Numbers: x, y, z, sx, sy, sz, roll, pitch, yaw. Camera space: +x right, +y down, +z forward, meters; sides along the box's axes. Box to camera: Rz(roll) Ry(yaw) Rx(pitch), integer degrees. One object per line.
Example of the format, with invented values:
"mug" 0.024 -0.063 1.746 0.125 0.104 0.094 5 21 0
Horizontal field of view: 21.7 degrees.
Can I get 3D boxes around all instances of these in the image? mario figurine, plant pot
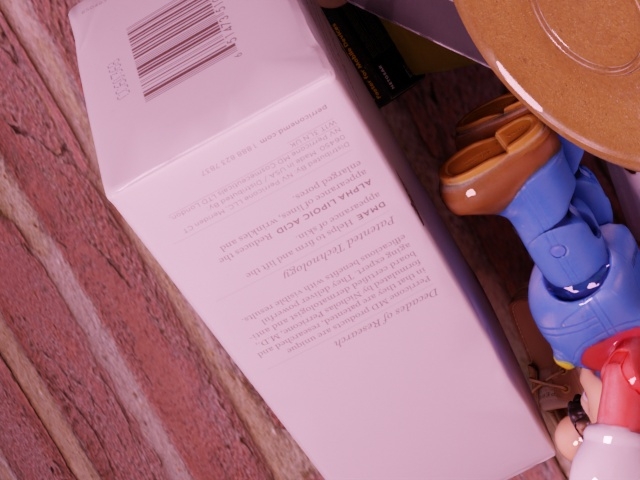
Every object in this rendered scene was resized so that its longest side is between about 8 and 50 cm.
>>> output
"mario figurine" 0.169 0.068 1.109 0.170 0.198 0.321 -10 116 57
"plant pot" 0.142 -0.122 0.837 0.236 0.032 0.236 36 151 24

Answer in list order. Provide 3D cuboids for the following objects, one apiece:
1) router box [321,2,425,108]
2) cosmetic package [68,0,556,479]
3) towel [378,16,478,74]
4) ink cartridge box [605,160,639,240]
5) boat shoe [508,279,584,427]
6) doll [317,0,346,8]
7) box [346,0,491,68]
"router box" -0.015 -0.169 1.263 0.179 0.046 0.133 58 145 -4
"cosmetic package" 0.000 0.000 1.116 0.385 0.156 0.217 54 -170 -42
"towel" 0.098 -0.167 1.104 0.102 0.021 0.237 60 159 -12
"ink cartridge box" 0.256 -0.074 1.040 0.232 0.066 0.189 26 140 65
"boat shoe" 0.187 0.111 1.241 0.170 0.059 0.063 57 145 -3
"doll" 0.015 -0.250 1.142 0.129 0.046 0.189 41 136 46
"box" 0.112 -0.240 0.896 0.242 0.076 0.307 29 137 24
